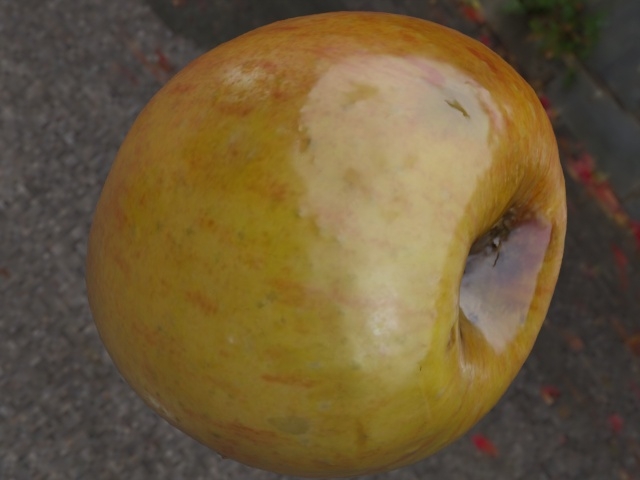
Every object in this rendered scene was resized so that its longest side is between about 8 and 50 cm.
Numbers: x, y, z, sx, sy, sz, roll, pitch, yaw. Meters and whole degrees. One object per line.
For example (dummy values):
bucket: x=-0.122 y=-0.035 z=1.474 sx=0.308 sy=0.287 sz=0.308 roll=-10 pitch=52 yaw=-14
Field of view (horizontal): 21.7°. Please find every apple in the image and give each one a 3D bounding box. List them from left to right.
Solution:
apple: x=0.000 y=0.000 z=1.054 sx=0.275 sy=0.299 sz=0.299 roll=22 pitch=8 yaw=33
